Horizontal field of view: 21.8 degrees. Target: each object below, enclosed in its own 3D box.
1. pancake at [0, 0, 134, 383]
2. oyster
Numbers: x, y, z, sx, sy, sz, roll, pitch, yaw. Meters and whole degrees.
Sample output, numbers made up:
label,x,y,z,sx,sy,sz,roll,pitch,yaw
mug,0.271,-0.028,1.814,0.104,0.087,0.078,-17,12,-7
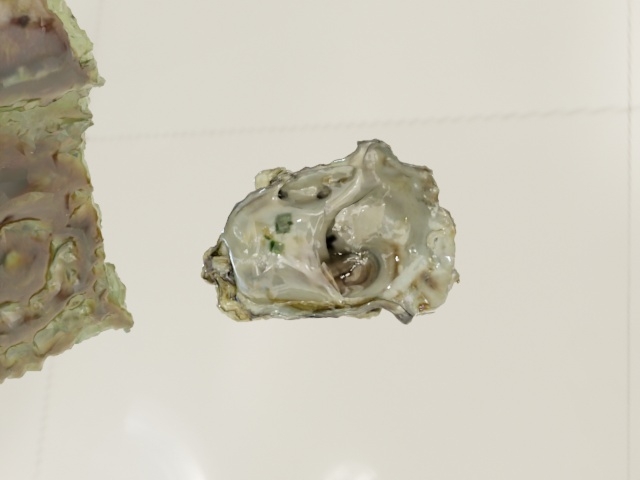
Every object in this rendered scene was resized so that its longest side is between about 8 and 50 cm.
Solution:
label,x,y,z,sx,sy,sz,roll,pitch,yaw
pancake,-0.252,0.058,0.815,0.427,0.305,0.067,-40,52,-15
oyster,-0.001,-0.002,0.981,0.165,0.053,0.108,-7,102,14
